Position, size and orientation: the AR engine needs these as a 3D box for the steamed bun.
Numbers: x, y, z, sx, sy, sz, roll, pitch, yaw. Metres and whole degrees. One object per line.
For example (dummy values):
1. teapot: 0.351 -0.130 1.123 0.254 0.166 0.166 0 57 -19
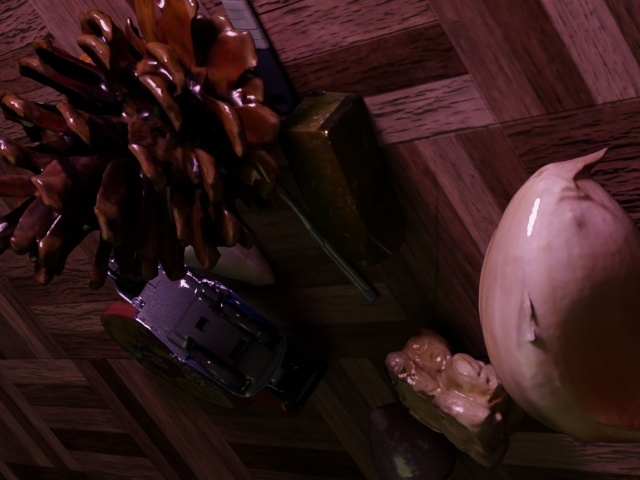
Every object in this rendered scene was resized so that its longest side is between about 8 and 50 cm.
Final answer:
1. steamed bun: 0.187 0.202 1.716 0.177 0.106 0.192 31 161 42

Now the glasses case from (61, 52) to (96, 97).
1. glasses case: -0.270 -0.153 1.813 0.049 0.075 0.218 -7 124 49

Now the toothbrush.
1. toothbrush: 0.000 0.000 1.757 0.219 0.016 0.019 47 149 -8

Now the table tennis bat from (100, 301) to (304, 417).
1. table tennis bat: -0.192 0.201 2.139 0.415 0.051 0.268 16 152 38

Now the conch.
1. conch: -0.141 0.005 1.880 0.176 0.094 0.104 22 138 -17

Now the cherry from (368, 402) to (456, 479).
1. cherry: 0.108 0.301 1.908 0.148 0.115 0.188 32 158 -22

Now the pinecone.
1. pinecone: -0.242 -0.106 1.542 0.384 0.384 0.384 28 145 22

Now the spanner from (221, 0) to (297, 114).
1. spanner: -0.097 -0.277 1.534 0.087 0.024 0.316 0 128 40

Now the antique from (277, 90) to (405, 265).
1. antique: 0.032 -0.065 1.587 0.081 0.080 0.221 9 135 39

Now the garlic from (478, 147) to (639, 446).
1. garlic: 0.268 0.076 1.385 0.249 0.286 0.313 -32 101 27

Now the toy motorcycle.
1. toy motorcycle: -0.172 0.113 1.931 0.358 0.125 0.212 34 180 18
